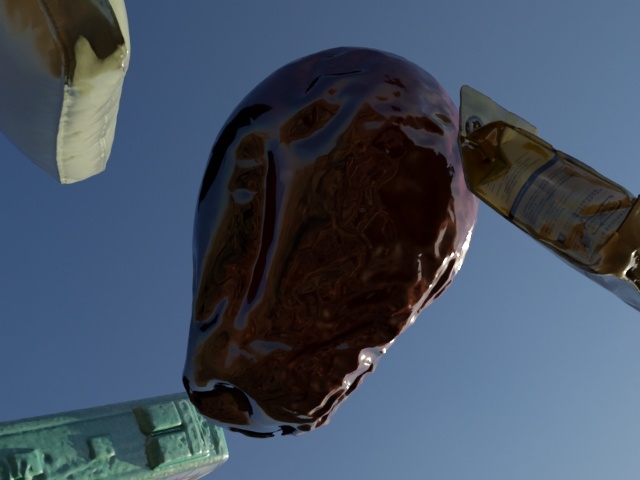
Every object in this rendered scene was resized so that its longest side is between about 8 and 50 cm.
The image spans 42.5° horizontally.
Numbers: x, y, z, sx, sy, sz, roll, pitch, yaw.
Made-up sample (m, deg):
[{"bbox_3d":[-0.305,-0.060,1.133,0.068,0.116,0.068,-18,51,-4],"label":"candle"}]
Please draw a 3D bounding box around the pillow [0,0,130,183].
[{"bbox_3d":[-0.240,-0.214,0.602,0.119,0.255,0.322,-26,-94,-24],"label":"pillow"}]

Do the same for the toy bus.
[{"bbox_3d":[-0.188,0.180,0.668,0.109,0.091,0.261,-31,-18,31],"label":"toy bus"}]

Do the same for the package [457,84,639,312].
[{"bbox_3d":[0.112,-0.021,0.390,0.071,0.131,0.047,22,-73,-40],"label":"package"}]

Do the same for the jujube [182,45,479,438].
[{"bbox_3d":[0.000,0.000,0.486,0.168,0.236,0.168,20,-25,10],"label":"jujube"}]
